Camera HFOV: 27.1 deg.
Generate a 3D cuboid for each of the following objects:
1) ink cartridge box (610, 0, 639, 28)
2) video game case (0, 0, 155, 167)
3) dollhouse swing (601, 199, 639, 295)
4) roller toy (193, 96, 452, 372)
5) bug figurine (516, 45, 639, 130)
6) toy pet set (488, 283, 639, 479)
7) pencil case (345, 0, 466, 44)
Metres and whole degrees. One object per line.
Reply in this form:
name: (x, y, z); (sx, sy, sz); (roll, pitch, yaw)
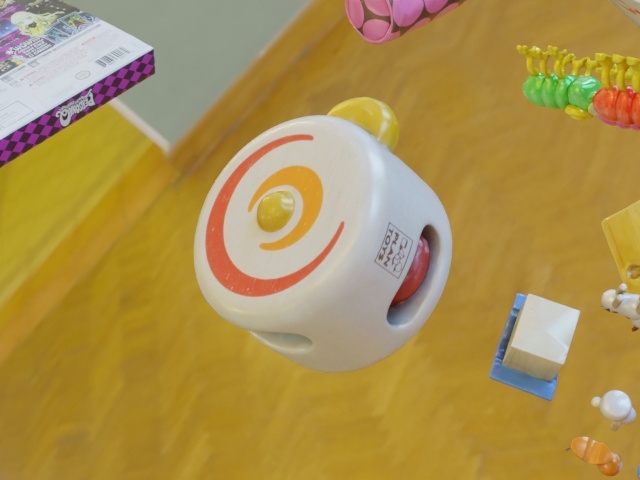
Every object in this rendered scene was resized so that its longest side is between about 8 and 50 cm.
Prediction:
ink cartridge box: (0.213, -0.073, 0.516); (0.087, 0.208, 0.153); (-55, 48, 10)
video game case: (-0.332, -0.183, 1.437); (0.210, 0.042, 0.232); (29, 49, 28)
dollhouse swing: (0.495, 0.018, 1.220); (0.347, 0.305, 0.315); (-29, 59, 26)
roller toy: (0.000, 0.000, 1.098); (0.209, 0.146, 0.191); (-33, 50, 18)
bug figurine: (0.313, -0.125, 1.251); (0.216, 0.279, 0.072); (20, 102, 46)
toy pet set: (0.167, 0.087, 0.840); (0.065, 0.114, 0.122); (94, -163, -67)
pencil case: (0.126, -0.328, 1.680); (0.209, 0.098, 0.095); (-29, -33, -34)
